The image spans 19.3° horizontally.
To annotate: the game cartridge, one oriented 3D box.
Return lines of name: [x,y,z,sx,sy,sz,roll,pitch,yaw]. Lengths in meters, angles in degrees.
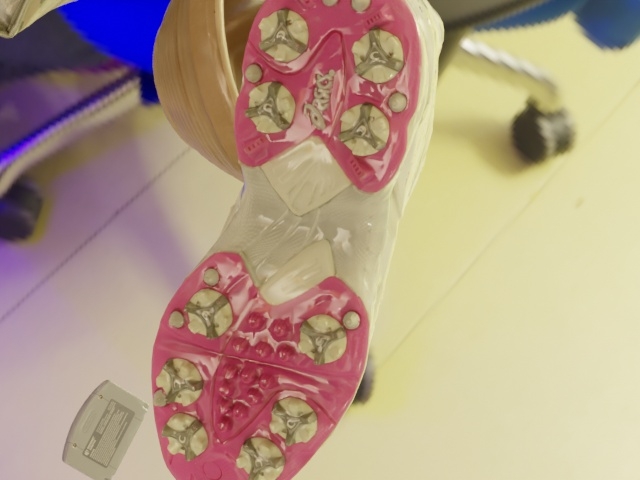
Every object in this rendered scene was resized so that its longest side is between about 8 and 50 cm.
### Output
game cartridge: [-0.193,0.169,1.670,0.056,0.017,0.083,36,71,-26]

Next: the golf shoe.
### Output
golf shoe: [0.000,0.000,1.008,0.115,0.306,0.140,24,19,13]

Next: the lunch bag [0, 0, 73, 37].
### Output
lunch bag: [-0.206,-0.320,1.404,0.169,0.287,0.235,30,16,-2]

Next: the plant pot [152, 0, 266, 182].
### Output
plant pot: [-0.055,-0.137,1.498,0.237,0.109,0.237,26,58,-52]
